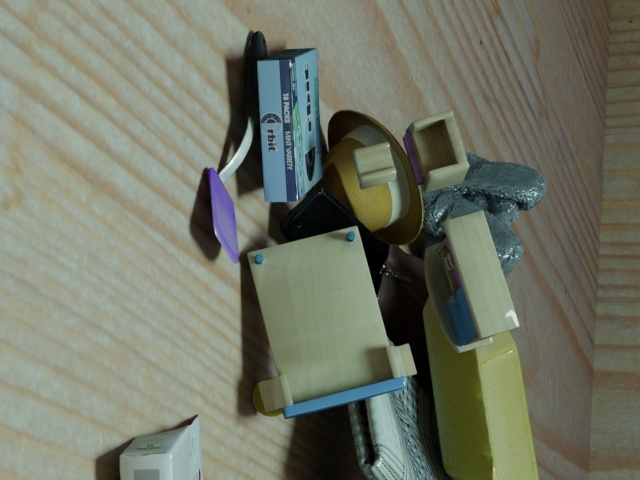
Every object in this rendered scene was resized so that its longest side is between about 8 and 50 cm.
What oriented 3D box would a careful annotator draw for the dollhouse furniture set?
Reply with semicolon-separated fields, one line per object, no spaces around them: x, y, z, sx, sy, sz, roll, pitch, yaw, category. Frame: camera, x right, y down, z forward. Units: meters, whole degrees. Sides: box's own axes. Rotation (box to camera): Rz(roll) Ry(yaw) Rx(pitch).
0.037;0.041;1.816;0.198;0.303;0.286;110;-36;-80;dollhouse furniture set

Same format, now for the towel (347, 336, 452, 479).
0.108;0.238;1.977;0.312;0.056;0.324;54;16;-41;towel

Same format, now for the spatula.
-0.085;-0.109;1.709;0.084;0.030;0.296;63;32;-52;spatula

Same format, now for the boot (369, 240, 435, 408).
0.109;0.133;2.204;0.207;0.090;0.248;39;53;-50;boot

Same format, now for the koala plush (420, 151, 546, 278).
0.208;-0.003;2.367;0.221;0.203;0.196;98;15;-52;koala plush

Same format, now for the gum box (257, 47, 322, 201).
-0.033;-0.134;1.789;0.184;0.041;0.157;-54;143;-76;gum box

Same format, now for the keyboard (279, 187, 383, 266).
0.000;0.000;1.889;0.100;0.038;0.192;-46;145;1;keyboard

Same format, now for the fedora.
0.045;-0.066;1.946;0.079;0.194;0.194;-32;126;-27;fedora

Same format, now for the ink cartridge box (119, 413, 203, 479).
-0.148;0.272;1.517;0.224;0.056;0.181;-73;160;-87;ink cartridge box

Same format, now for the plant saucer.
0.219;0.232;2.142;0.333;0.081;0.333;53;27;-56;plant saucer
